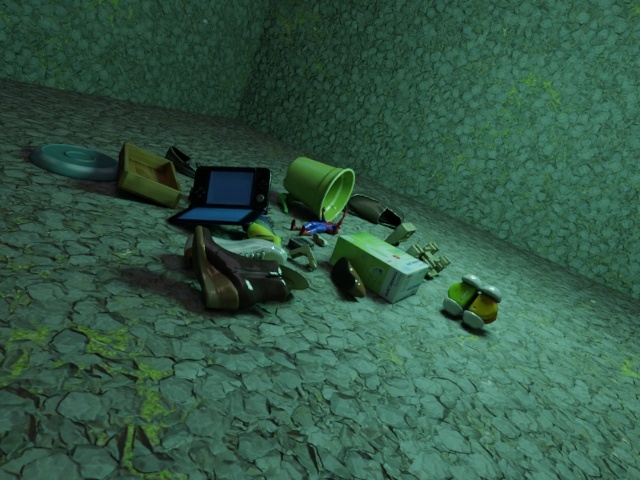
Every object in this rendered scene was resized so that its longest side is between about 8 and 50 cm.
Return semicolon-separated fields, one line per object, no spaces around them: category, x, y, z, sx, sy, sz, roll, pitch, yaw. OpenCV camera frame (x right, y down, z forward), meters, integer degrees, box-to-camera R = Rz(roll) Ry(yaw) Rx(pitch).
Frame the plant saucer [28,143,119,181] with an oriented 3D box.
plant saucer;-0.897;-0.297;1.661;0.318;0.043;0.317;19;18;-6

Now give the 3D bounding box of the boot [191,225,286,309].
boot;-0.214;0.065;1.152;0.207;0.090;0.248;-4;56;-29

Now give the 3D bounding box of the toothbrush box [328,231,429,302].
toothbrush box;0.207;0.087;1.589;0.283;0.122;0.206;32;22;29

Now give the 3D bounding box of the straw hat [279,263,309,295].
straw hat;-0.110;0.124;1.234;0.145;0.144;0.061;22;61;5

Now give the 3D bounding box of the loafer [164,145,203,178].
loafer;-0.614;-0.357;2.058;0.268;0.084;0.096;27;19;20

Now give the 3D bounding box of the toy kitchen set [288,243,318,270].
toy kitchen set;-0.054;0.072;1.512;0.068;0.075;0.083;63;8;-62

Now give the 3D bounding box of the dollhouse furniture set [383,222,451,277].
dollhouse furniture set;0.382;0.069;1.873;0.212;0.161;0.242;-7;54;-54

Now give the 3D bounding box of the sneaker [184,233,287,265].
sneaker;-0.236;0.060;1.255;0.291;0.105;0.123;6;28;-13

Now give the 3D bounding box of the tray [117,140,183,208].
tray;-0.655;-0.254;1.694;0.203;0.076;0.411;22;14;-31

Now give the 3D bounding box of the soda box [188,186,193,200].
soda box;-0.426;-0.150;1.710;0.169;0.053;0.060;28;20;24

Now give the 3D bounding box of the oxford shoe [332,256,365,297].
oxford shoe;0.093;0.126;1.467;0.076;0.076;0.212;39;12;-26

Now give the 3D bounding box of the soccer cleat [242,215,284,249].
soccer cleat;-0.193;0.007;1.489;0.121;0.093;0.289;-13;32;-15

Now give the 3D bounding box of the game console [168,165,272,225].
game console;-0.337;-0.158;1.531;0.294;0.249;0.173;3;-11;10

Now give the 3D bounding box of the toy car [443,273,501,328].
toy car;0.528;0.221;1.546;0.182;0.159;0.136;34;-12;36

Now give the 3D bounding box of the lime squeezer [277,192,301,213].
lime squeezer;-0.140;-0.192;2.130;0.110;0.058;0.310;24;18;13

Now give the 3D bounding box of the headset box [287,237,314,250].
headset box;-0.074;0.018;1.631;0.062;0.032;0.083;32;20;32

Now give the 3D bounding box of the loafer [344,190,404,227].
loafer;0.292;-0.164;2.376;0.367;0.133;0.130;16;18;-11

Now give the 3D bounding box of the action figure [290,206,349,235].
action figure;0.011;-0.089;1.876;0.092;0.138;0.281;34;20;33

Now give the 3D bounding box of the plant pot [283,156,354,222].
plant pot;-0.022;-0.257;2.072;0.254;0.275;0.276;30;20;20

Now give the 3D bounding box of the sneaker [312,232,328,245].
sneaker;0.000;0.000;1.776;0.037;0.031;0.083;22;17;-45
